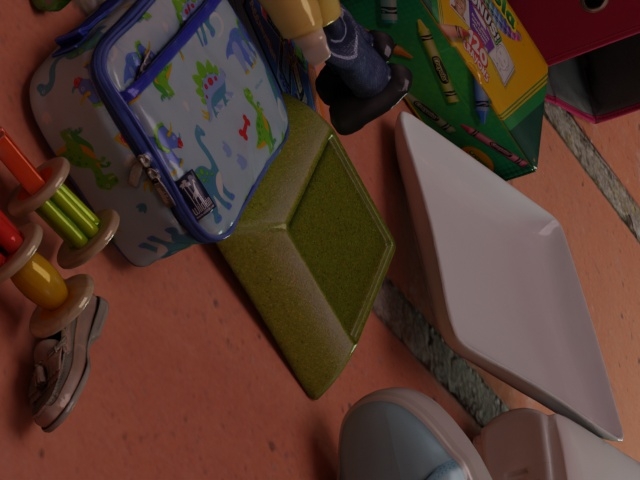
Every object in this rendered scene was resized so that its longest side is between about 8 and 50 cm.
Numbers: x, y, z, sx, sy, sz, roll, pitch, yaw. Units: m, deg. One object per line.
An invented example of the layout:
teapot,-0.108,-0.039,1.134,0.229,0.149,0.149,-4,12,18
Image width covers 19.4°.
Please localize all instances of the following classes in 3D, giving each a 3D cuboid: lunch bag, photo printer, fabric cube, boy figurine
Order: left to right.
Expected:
lunch bag,-0.113,-0.098,1.364,0.176,0.090,0.219,60,29,-17
boy figurine,-0.035,-0.203,1.487,0.285,0.092,0.177,42,16,-40
photo printer,0.262,0.319,1.771,0.307,0.107,0.256,34,46,-50
fabric cube,0.353,-0.314,2.158,0.259,0.254,0.258,15,62,-58

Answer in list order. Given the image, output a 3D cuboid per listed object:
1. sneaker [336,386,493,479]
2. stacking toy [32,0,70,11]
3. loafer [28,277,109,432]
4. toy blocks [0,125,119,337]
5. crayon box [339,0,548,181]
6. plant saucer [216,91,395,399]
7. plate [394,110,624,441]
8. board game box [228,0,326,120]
sneaker,0.072,0.289,1.416,0.150,0.135,0.366,9,65,-63
stacking toy,-0.180,-0.245,1.236,0.052,0.221,0.167,34,19,16
loafer,-0.171,0.073,1.211,0.039,0.045,0.125,40,31,-19
toy blocks,-0.202,-0.027,1.192,0.148,0.054,0.123,48,32,-26
crayon box,0.126,-0.205,1.866,0.278,0.081,0.165,51,34,-34
plant saucer,0.000,0.000,1.523,0.188,0.045,0.188,60,35,-30
plate,0.169,0.041,1.779,0.277,0.045,0.278,31,36,-41
board game box,-0.067,-0.233,1.590,0.145,0.027,0.281,9,66,-58
